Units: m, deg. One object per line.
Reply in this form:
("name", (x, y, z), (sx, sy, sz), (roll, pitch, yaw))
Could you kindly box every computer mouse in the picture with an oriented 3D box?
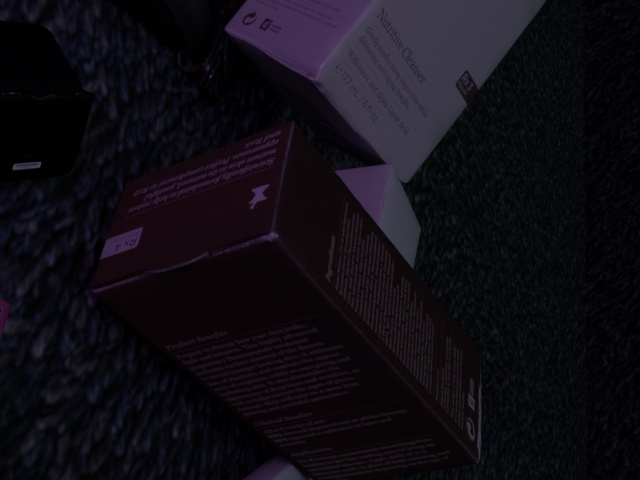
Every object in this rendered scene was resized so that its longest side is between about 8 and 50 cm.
("computer mouse", (-0.138, -0.267, 0.911), (0.272, 0.072, 0.188), (29, 62, -59))

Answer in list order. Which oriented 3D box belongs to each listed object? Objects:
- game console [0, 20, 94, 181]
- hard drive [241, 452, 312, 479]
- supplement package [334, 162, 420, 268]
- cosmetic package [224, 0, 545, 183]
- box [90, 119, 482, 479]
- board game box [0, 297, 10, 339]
("game console", (-0.242, -0.107, 0.749), (0.122, 0.071, 0.107), (-16, 131, -62))
("hard drive", (-0.061, 0.345, 0.905), (0.353, 0.047, 0.233), (4, 82, -77))
("supplement package", (0.000, 0.000, 1.013), (0.105, 0.179, 0.105), (62, 33, -42))
("cosmetic package", (0.110, -0.281, 1.008), (0.385, 0.156, 0.217), (-52, 141, -3))
("box", (-0.011, 0.082, 0.916), (0.381, 0.191, 0.143), (49, 37, -40))
("board game box", (-0.305, 0.130, 0.499), (0.224, 0.098, 0.303), (45, 48, -51))
